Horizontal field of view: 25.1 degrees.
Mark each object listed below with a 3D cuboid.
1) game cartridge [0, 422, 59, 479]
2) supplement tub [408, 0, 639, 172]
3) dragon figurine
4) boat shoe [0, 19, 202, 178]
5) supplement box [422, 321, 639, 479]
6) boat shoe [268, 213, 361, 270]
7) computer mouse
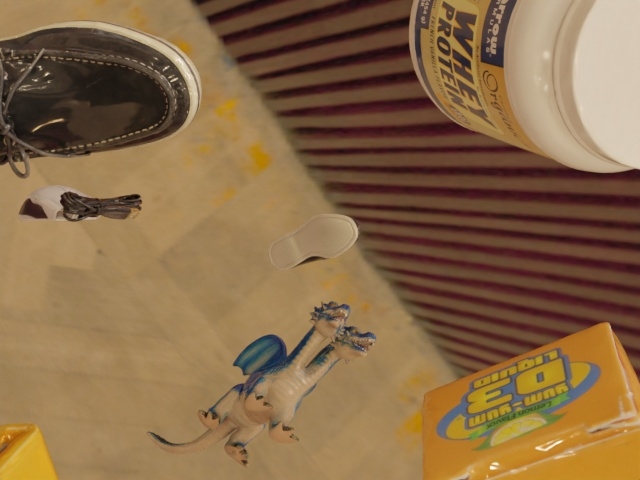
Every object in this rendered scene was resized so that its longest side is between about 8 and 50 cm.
[{"bbox_3d":[-0.255,0.353,1.122,0.285,0.053,0.323,-51,129,-54],"label":"game cartridge"},{"bbox_3d":[0.246,-0.193,1.405,0.228,0.316,0.228,-6,106,-21],"label":"supplement tub"},{"bbox_3d":[-0.060,0.163,1.575,0.085,0.289,0.144,48,43,-11],"label":"dragon figurine"},{"bbox_3d":[-0.397,-0.170,1.792,0.500,0.156,0.186,2,123,7],"label":"boat shoe"},{"bbox_3d":[0.114,0.149,0.504,0.078,0.080,0.233,-22,111,13],"label":"supplement box"},{"bbox_3d":[0.000,0.000,1.458,0.038,0.125,0.046,-18,83,-46],"label":"boat shoe"},{"bbox_3d":[-0.291,-0.043,1.660,0.106,0.193,0.042,-5,93,-39],"label":"computer mouse"}]
